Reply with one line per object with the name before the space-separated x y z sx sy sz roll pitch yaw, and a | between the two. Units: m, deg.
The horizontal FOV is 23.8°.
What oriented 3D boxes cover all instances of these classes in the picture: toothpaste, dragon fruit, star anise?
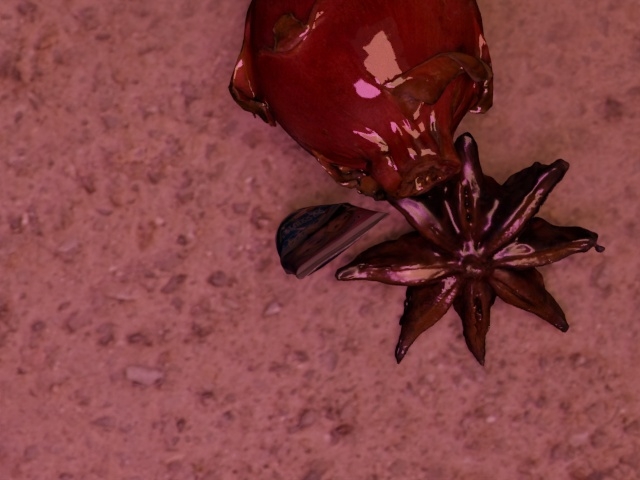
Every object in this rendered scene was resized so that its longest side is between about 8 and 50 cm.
toothpaste | 0.000 0.000 1.417 0.096 0.266 0.061 -37 96 -6
dragon fruit | 0.038 -0.185 1.422 0.250 0.250 0.315 4 73 -6
star anise | 0.147 0.004 1.527 0.272 0.102 0.272 -2 119 -3
